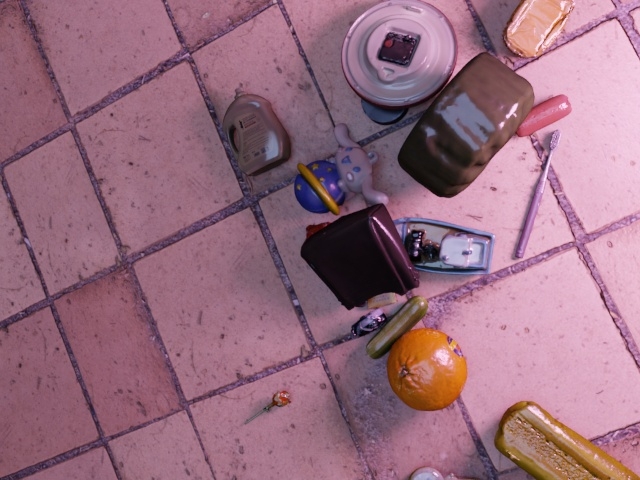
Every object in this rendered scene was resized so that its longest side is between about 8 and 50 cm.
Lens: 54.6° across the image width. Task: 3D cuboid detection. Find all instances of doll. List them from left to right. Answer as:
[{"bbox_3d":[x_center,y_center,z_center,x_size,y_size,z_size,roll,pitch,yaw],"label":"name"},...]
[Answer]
[{"bbox_3d":[0.063,-0.147,1.719,0.242,0.160,0.311,-34,51,-11],"label":"doll"}]

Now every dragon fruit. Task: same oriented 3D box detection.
[{"bbox_3d":[0.005,-0.003,1.790,0.126,0.068,0.112,14,95,14],"label":"dragon fruit"}]

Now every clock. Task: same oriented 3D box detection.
[{"bbox_3d":[0.211,-0.509,1.681,0.318,0.080,0.319,-2,79,9],"label":"clock"}]

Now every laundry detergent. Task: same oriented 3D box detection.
[{"bbox_3d":[-0.200,-0.330,1.827,0.181,0.091,0.253,-24,85,21],"label":"laundry detergent"}]

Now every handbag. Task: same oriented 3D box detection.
[{"bbox_3d":[0.110,0.055,1.666,0.285,0.113,0.257,-25,101,39],"label":"handbag"}]

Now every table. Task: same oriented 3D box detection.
[{"bbox_3d":[0.183,-0.394,1.742,0.133,0.043,0.134,0,91,16],"label":"table"}]

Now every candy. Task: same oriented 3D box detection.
[{"bbox_3d":[-0.164,0.508,1.865,0.184,0.049,0.055,-39,125,19],"label":"candy"}]

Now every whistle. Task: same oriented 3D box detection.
[{"bbox_3d":[0.343,0.680,1.724,0.198,0.057,0.104,-5,85,8],"label":"whistle"}]

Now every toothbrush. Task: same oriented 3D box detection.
[{"bbox_3d":[0.577,-0.123,1.645,0.024,0.029,0.354,19,97,28],"label":"toothbrush"}]

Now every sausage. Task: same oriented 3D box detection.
[{"bbox_3d":[0.578,-0.326,1.622,0.154,0.062,0.062,-27,84,15],"label":"sausage"}]

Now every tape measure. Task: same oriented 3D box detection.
[{"bbox_3d":[0.142,0.232,1.749,0.094,0.091,0.054,-41,73,31],"label":"tape measure"}]

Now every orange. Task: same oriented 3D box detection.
[{"bbox_3d":[0.283,0.346,1.663,0.219,0.193,0.219,8,109,24],"label":"orange"}]

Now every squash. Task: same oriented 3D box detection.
[{"bbox_3d":[0.215,0.242,1.737,0.066,0.066,0.229,45,103,10],"label":"squash"}]

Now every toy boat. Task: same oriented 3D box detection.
[{"bbox_3d":[0.296,0.015,1.674,0.331,0.133,0.145,9,95,16],"label":"toy boat"}]

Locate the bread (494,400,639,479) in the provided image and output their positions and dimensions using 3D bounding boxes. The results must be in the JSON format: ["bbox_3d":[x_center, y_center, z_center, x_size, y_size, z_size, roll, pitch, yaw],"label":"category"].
[{"bbox_3d":[0.635,0.572,1.603,0.383,0.112,0.166,35,98,13],"label":"bread"}]

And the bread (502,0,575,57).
[{"bbox_3d":[0.558,-0.564,1.600,0.132,0.114,0.190,37,109,2],"label":"bread"}]

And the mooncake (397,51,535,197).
[{"bbox_3d":[0.363,-0.275,1.536,0.194,0.356,0.356,41,101,7],"label":"mooncake"}]

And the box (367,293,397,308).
[{"bbox_3d":[0.160,0.110,1.772,0.089,0.022,0.156,-17,87,14],"label":"box"}]
